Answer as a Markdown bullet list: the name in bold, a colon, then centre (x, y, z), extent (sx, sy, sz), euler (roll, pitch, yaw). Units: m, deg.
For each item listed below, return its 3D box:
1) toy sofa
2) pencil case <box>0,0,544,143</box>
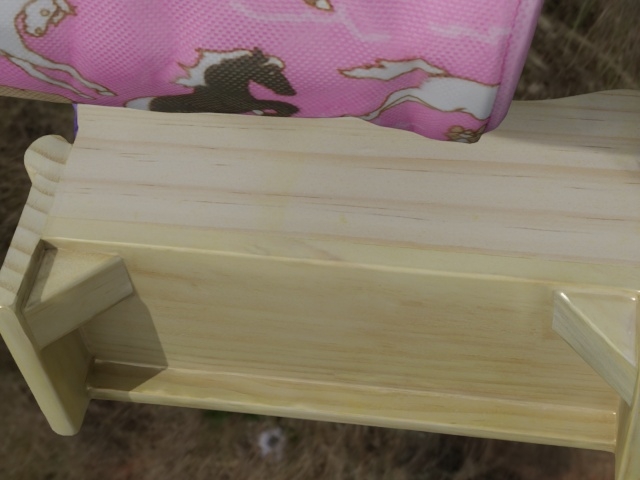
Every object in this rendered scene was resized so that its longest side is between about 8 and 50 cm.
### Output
- **toy sofa**: centre (0.018, 0.019, 0.761), extent (0.362, 0.177, 0.150), euler (4, 146, 9)
- **pencil case**: centre (-0.109, -0.133, 0.400), extent (0.386, 0.167, 0.160), euler (9, 70, 0)
